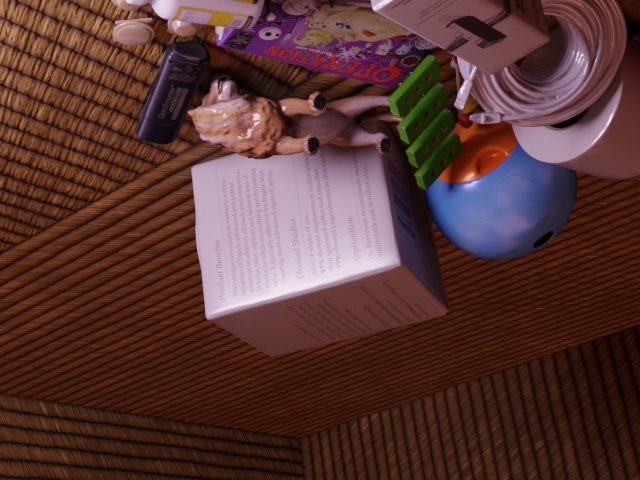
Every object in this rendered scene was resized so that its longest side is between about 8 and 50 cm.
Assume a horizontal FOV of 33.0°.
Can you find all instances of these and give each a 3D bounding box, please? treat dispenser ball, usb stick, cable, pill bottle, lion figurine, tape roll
[{"bbox_3d":[0.339,-0.106,2.046,0.288,0.288,0.288,-7,157,-3],"label":"treat dispenser ball"},{"bbox_3d":[-0.253,-0.246,1.834,0.077,0.045,0.278,8,153,-18],"label":"usb stick"},{"bbox_3d":[0.343,-0.303,1.690,0.257,0.089,0.257,6,113,-12],"label":"cable"},{"bbox_3d":[-0.178,-0.359,1.525,0.184,0.103,0.103,3,154,-25],"label":"pill bottle"},{"bbox_3d":[-0.016,-0.204,1.887,0.392,0.142,0.240,4,180,-40],"label":"lion figurine"},{"bbox_3d":[0.470,-0.236,1.849,0.169,0.246,0.246,10,151,-36],"label":"tape roll"}]

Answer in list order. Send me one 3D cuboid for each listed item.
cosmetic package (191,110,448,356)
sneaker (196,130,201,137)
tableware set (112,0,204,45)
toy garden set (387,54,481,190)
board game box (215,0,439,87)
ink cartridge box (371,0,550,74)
[{"bbox_3d":[0.000,0.000,2.125,0.394,0.329,0.327,-15,156,17],"label":"cosmetic package"},{"bbox_3d":[-0.158,-0.190,1.976,0.135,0.058,0.052,-1,155,-15],"label":"sneaker"},{"bbox_3d":[-0.248,-0.345,1.640,0.141,0.020,0.168,-4,157,-6],"label":"tableware set"},{"bbox_3d":[0.201,-0.236,1.855,0.204,0.049,0.244,-48,145,-16],"label":"toy garden set"},{"bbox_3d":[0.034,-0.342,1.711,0.347,0.056,0.208,7,156,-33],"label":"board game box"},{"bbox_3d":[0.184,-0.374,1.495,0.114,0.197,0.273,-27,151,35],"label":"ink cartridge box"}]
